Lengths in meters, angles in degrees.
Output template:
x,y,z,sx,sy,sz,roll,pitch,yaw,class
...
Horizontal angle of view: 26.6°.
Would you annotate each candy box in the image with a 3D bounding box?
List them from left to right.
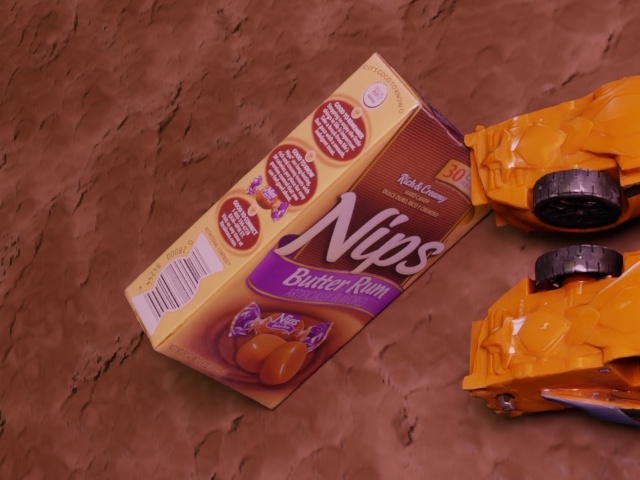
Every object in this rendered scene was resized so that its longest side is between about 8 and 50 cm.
x,y,z,sx,sy,sz,roll,pitch,yaw,class
0.000,0.000,0.725,0.186,0.109,0.053,-44,50,9,candy box

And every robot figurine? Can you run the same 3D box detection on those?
x,y,z,sx,sy,sz,roll,pitch,yaw,class
0.204,-0.012,0.605,0.291,0.085,0.211,-12,62,31,robot figurine
